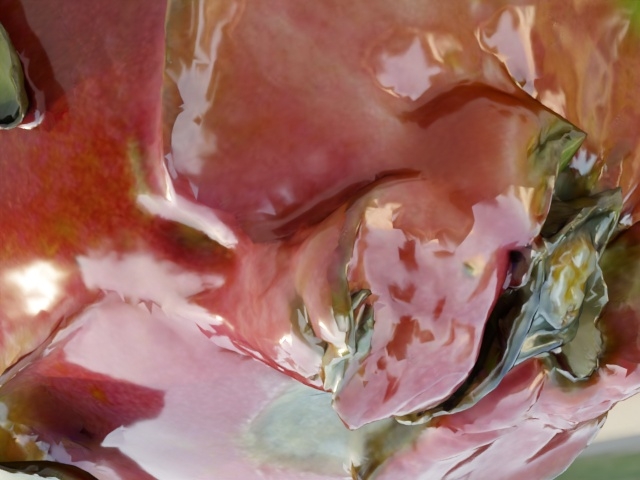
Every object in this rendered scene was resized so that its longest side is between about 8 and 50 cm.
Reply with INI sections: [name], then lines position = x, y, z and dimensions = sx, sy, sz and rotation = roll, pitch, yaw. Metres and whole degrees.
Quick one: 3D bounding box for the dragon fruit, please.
[dragon fruit]
position = 0.000, 0.000, 0.698
dimensions = 0.305, 0.225, 0.305
rotation = -12, 145, -8
